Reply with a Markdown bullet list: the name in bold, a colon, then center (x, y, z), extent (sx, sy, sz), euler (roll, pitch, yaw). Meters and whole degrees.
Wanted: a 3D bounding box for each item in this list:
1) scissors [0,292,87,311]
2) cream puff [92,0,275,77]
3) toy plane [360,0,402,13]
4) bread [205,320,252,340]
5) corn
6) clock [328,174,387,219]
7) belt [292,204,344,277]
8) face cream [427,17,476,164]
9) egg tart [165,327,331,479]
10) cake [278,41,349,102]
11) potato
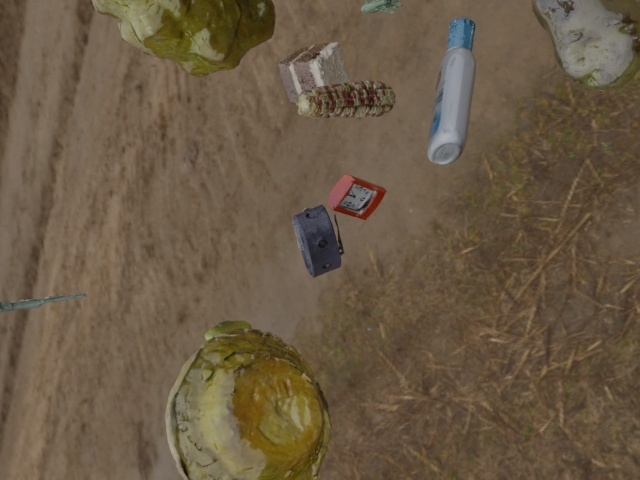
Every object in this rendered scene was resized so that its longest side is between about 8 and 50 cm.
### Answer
- **scissors**: center (-0.696, 0.146, 1.454), extent (0.256, 0.383, 0.029), euler (-11, 87, 46)
- **cream puff**: center (-0.145, -0.340, 0.829), extent (0.185, 0.282, 0.282), euler (-2, 94, 41)
- **toy plane**: center (0.120, -0.473, 1.368), extent (0.080, 0.083, 0.033), euler (-106, 8, -47)
- **bread**: center (-0.237, 0.277, 1.850), extent (0.111, 0.129, 0.114), euler (2, 108, 47)
- **corn**: center (0.052, -0.281, 1.386), extent (0.079, 0.237, 0.079), euler (21, 118, 46)
- **clock**: center (0.101, -0.129, 1.972), extent (0.113, 0.155, 0.061), euler (-54, 51, 20)
- **belt**: center (0.000, 0.000, 2.042), extent (0.140, 0.126, 0.230), euler (-120, 12, -47)
- **face cream**: center (0.307, -0.351, 1.573), extent (0.163, 0.080, 0.337), euler (106, 174, -76)
- **egg tart**: center (-0.088, 0.265, 1.035), extent (0.116, 0.294, 0.295), euler (-36, 66, 46)
- **cake**: center (-0.014, -0.456, 1.873), extent (0.147, 0.135, 0.134), euler (10, 133, 36)
- **potato**: center (0.488, -0.396, 1.237), extent (0.165, 0.165, 0.262), euler (-31, 81, 54)
